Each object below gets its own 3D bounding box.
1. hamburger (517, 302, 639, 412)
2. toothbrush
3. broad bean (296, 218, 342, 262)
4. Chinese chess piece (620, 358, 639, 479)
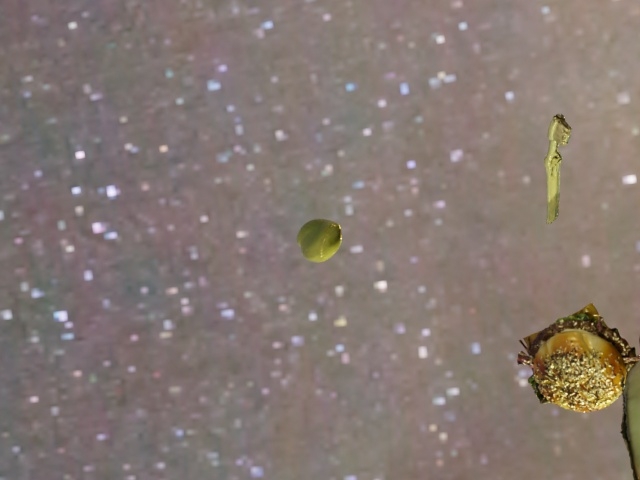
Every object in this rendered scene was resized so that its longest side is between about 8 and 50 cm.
[{"bbox_3d":[0.377,0.188,2.304,0.164,0.189,0.093,40,-139,-5],"label":"hamburger"},{"bbox_3d":[0.316,-0.092,2.123,0.028,0.026,0.294,49,168,21],"label":"toothbrush"},{"bbox_3d":[0.000,0.000,2.082,0.063,0.083,0.045,-48,-68,-7],"label":"broad bean"},{"bbox_3d":[0.495,0.292,1.979,0.349,0.146,0.349,49,-148,-45],"label":"Chinese chess piece"}]
